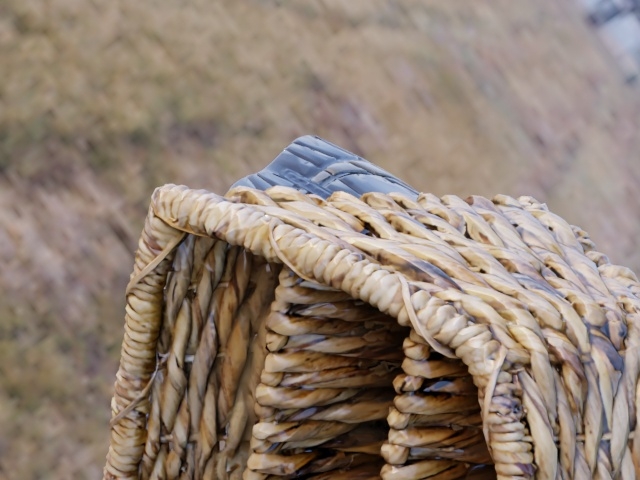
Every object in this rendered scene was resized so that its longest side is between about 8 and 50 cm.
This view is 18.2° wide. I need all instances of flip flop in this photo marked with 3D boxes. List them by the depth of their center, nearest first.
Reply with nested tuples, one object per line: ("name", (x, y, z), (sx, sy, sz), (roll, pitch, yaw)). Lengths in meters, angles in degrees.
("flip flop", (0.000, 0.000, 1.278), (0.112, 0.080, 0.277), (30, 22, 12))

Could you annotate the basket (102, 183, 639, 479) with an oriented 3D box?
("basket", (0.026, 0.142, 0.969), (0.223, 0.299, 0.213), (1, 25, -25))
